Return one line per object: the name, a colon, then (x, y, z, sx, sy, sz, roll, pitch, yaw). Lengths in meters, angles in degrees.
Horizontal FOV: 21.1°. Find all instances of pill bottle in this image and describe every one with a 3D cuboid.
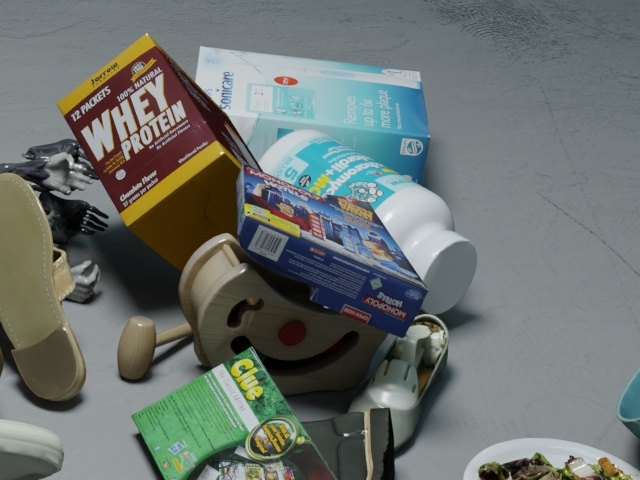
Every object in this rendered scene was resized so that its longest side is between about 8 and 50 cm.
pill bottle: (0.049, -0.014, 1.938, 0.146, 0.146, 0.264, -19, 38, -42)

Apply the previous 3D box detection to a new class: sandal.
sandal: (-0.284, 0.054, 1.729, 0.088, 0.079, 0.240, -23, 71, 8)

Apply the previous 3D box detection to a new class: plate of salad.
plate of salad: (0.234, 0.235, 1.619, 0.199, 0.048, 0.200, 7, 28, -4)

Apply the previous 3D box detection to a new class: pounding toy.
pounding toy: (-0.073, 0.059, 1.754, 0.269, 0.154, 0.155, -3, 30, -22)

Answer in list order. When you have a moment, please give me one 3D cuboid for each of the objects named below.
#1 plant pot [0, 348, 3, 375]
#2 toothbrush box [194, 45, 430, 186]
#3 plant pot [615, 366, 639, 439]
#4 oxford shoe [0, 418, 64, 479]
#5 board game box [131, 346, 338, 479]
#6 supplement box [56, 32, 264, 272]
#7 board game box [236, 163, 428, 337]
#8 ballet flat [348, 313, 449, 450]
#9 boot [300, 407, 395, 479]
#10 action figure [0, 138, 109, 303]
plant pot: (-0.417, 0.060, 1.618, 0.237, 0.237, 0.254, -20, 55, -43)
toothbrush box: (-0.020, -0.138, 2.178, 0.295, 0.126, 0.216, 6, 27, -3)
plant pot: (0.459, 0.148, 1.659, 0.195, 0.290, 0.290, 49, 33, -2)
oxford shoe: (-0.423, 0.214, 1.405, 0.449, 0.169, 0.130, -1, 72, -33)
board game box: (-0.072, 0.204, 1.551, 0.136, 0.030, 0.260, -31, 37, -5)
supplement box: (-0.155, -0.082, 1.874, 0.194, 0.129, 0.191, 57, 7, 33)
board game box: (0.000, 0.000, 1.715, 0.194, 0.060, 0.194, 23, 18, -11)
ballet flat: (0.079, 0.137, 1.741, 0.072, 0.068, 0.213, 15, 28, 13)
boot: (-0.005, 0.231, 1.559, 0.137, 0.077, 0.198, -4, 28, 8)
action figure: (-0.301, -0.023, 1.848, 0.141, 0.164, 0.276, 8, 21, 11)
